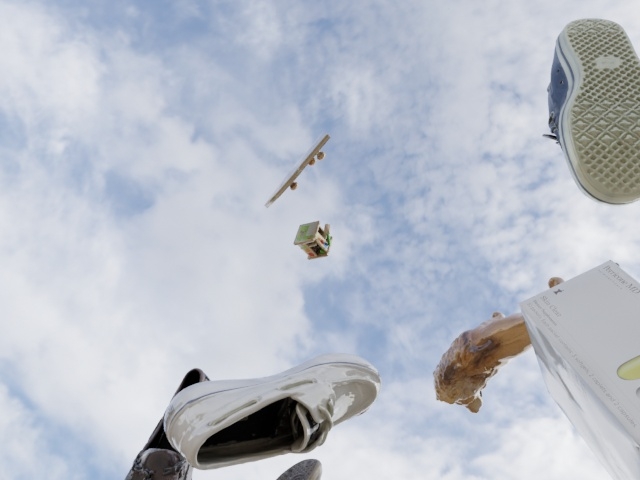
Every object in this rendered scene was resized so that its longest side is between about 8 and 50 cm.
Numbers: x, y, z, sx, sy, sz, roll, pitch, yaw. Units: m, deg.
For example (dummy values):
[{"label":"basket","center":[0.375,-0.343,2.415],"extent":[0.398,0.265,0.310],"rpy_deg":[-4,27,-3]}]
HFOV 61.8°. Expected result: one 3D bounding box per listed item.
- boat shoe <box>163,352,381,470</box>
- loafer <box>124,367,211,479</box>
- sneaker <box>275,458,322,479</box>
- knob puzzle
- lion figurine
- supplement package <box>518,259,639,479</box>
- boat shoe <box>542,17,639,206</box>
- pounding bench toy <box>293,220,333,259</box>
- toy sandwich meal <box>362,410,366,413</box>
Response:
[{"label":"boat shoe","center":[-0.029,0.189,0.588],"extent":[0.267,0.088,0.096],"rpy_deg":[4,-76,-34]},{"label":"loafer","center":[-0.242,0.330,0.834],"extent":[0.108,0.303,0.095],"rpy_deg":[-1,-59,14]},{"label":"sneaker","center":[-0.052,0.401,0.762],"extent":[0.066,0.188,0.071],"rpy_deg":[-14,-70,45]},{"label":"knob puzzle","center":[-0.043,-0.136,1.089],"extent":[0.030,0.213,0.213],"rpy_deg":[40,-64,-11]},{"label":"lion figurine","center":[0.390,0.185,1.046],"extent":[0.142,0.240,0.392],"rpy_deg":[52,-47,18]},{"label":"supplement package","center":[0.402,0.192,0.683],"extent":[0.145,0.262,0.204],"rpy_deg":[-26,-61,3]},{"label":"boat shoe","center":[0.533,-0.237,1.026],"extent":[0.186,0.501,0.156],"rpy_deg":[4,-40,10]},{"label":"pounding bench toy","center":[0.000,0.000,1.110],"extent":[0.083,0.052,0.065],"rpy_deg":[-12,-44,35]},{"label":"toy sandwich meal","center":[0.067,0.322,1.095],"extent":[0.085,0.086,0.029],"rpy_deg":[-1,-66,14]}]
